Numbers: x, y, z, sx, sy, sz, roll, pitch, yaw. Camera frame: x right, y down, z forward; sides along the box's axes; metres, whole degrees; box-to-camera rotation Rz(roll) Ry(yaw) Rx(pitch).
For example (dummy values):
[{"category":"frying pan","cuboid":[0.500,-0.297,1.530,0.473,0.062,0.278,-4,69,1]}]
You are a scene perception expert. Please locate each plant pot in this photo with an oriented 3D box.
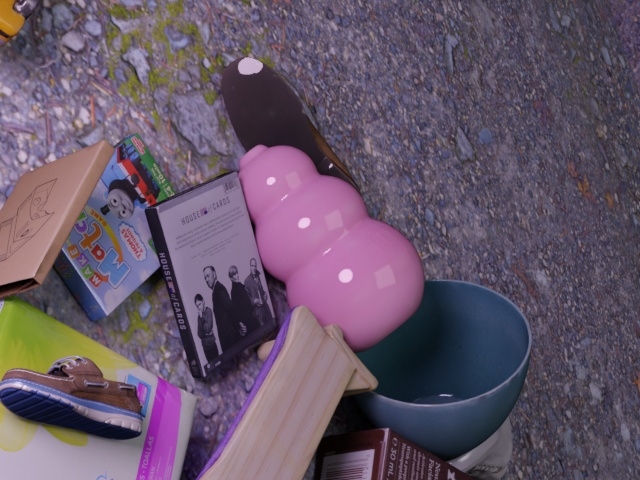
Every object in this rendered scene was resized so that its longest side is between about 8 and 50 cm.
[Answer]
[{"category":"plant pot","cuboid":[0.181,0.223,1.605,0.290,0.290,0.195,-54,144,-46]}]

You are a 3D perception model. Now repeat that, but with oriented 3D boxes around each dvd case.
[{"category":"dvd case","cuboid":[-0.144,0.043,1.413,0.179,0.030,0.238,-31,111,-53]}]

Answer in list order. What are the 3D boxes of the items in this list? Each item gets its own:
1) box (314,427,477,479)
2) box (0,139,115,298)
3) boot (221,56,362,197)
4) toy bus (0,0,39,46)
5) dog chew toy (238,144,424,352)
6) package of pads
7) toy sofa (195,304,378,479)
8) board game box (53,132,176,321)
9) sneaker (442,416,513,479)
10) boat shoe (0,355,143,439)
[{"category":"box","cuboid":[0.156,0.445,1.565,0.381,0.143,0.191,36,51,-38]},{"category":"box","cuboid":[-0.323,-0.017,1.156,0.021,0.164,0.201,47,45,-31]},{"category":"boot","cuboid":[-0.048,-0.159,1.619,0.305,0.112,0.115,52,12,-16]},{"category":"toy bus","cuboid":[-0.391,-0.381,1.248,0.108,0.130,0.332,34,52,-38]},{"category":"dog chew toy","cuboid":[0.000,0.000,1.512,0.332,0.207,0.206,52,40,1]},{"category":"package of pads","cuboid":[-0.287,0.228,1.155,0.296,0.101,0.229,36,49,-35]},{"category":"toy sofa","cuboid":[-0.082,0.263,1.344,0.177,0.150,0.362,50,44,-22]},{"category":"board game box","cuboid":[-0.264,-0.021,1.329,0.160,0.039,0.211,59,41,-16]},{"category":"sneaker","cuboid":[0.269,0.364,1.736,0.290,0.106,0.123,-17,93,-61]},{"category":"boat shoe","cuboid":[-0.262,0.159,1.088,0.183,0.066,0.066,35,44,-49]}]
